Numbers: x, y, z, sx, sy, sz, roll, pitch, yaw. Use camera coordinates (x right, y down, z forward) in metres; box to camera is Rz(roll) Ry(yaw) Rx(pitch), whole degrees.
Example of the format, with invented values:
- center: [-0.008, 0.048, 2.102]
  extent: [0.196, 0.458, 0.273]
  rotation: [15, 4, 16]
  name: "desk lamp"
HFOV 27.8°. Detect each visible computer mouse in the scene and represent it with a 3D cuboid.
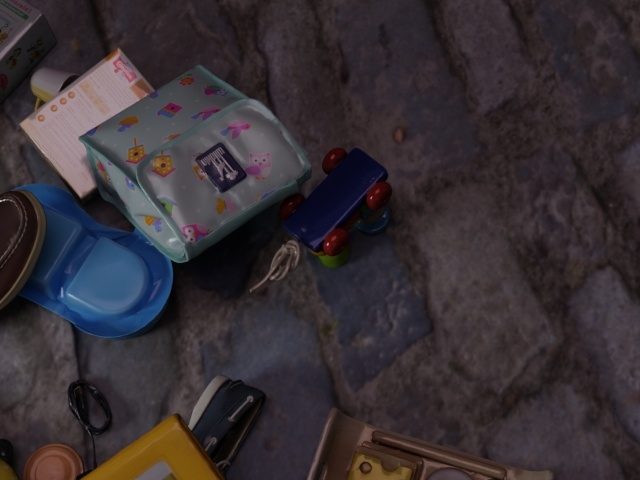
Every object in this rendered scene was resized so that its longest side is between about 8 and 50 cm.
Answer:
- center: [-0.308, 0.303, 1.751]
  extent: [0.071, 0.041, 0.242]
  rotation: [-4, 61, -14]
  name: "computer mouse"

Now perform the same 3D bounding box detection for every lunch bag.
- center: [-0.166, -0.099, 1.761]
  extent: [0.223, 0.160, 0.262]
  rotation: [-34, 45, -20]
  name: "lunch bag"

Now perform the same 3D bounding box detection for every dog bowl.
- center: [-0.342, 0.038, 1.830]
  extent: [0.297, 0.074, 0.166]
  rotation: [26, 73, 13]
  name: "dog bowl"

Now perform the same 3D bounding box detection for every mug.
- center: [-0.405, -0.225, 1.942]
  extent: [0.064, 0.062, 0.078]
  rotation: [24, 66, 20]
  name: "mug"

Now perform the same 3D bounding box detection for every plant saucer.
- center: [-0.363, 0.317, 1.757]
  extent: [0.083, 0.013, 0.084]
  rotation: [-1, 70, 4]
  name: "plant saucer"

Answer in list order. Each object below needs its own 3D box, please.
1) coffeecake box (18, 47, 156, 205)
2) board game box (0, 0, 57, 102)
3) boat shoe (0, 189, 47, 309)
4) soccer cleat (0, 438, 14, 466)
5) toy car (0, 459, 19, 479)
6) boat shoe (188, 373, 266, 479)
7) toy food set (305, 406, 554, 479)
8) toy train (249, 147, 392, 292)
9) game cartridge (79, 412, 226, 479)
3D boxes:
- center: [-0.321, -0.166, 1.889]
  extent: [0.185, 0.068, 0.142]
  rotation: [-40, 89, -11]
  name: "coffeecake box"
- center: [-0.584, -0.268, 1.948]
  extent: [0.224, 0.097, 0.303]
  rotation: [35, 76, 15]
  name: "board game box"
- center: [-0.513, 0.059, 1.745]
  extent: [0.342, 0.123, 0.123]
  rotation: [-40, 70, 14]
  name: "boat shoe"
- center: [-0.477, 0.336, 1.720]
  extent: [0.060, 0.072, 0.179]
  rotation: [25, 71, 36]
  name: "soccer cleat"
- center: [-0.523, 0.367, 1.645]
  extent: [0.225, 0.053, 0.239]
  rotation: [26, 89, -20]
  name: "toy car"
- center: [-0.152, 0.301, 1.711]
  extent: [0.079, 0.095, 0.255]
  rotation: [17, 62, 21]
  name: "boat shoe"
- center: [0.125, 0.359, 1.669]
  extent: [0.306, 0.092, 0.220]
  rotation: [16, 71, 9]
  name: "toy food set"
- center: [0.000, 0.000, 1.793]
  extent: [0.105, 0.143, 0.248]
  rotation: [39, 81, 24]
  name: "toy train"
- center: [-0.231, 0.424, 1.625]
  extent: [0.323, 0.053, 0.285]
  rotation: [-36, 89, -2]
  name: "game cartridge"
